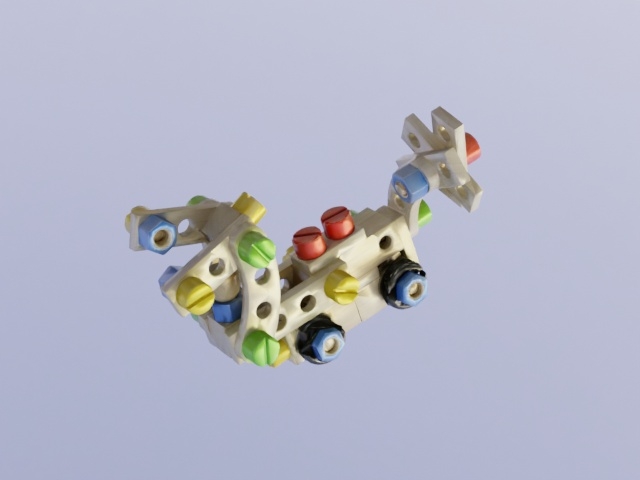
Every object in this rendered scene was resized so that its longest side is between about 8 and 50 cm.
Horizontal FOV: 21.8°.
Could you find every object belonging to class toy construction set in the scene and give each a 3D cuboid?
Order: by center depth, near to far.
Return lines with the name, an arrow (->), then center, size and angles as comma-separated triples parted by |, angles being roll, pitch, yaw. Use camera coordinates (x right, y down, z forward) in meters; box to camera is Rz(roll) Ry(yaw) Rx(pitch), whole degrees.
toy construction set -> 0.000, 0.000, 1.529 | 0.328, 0.215, 0.151 | -25, -149, -8
